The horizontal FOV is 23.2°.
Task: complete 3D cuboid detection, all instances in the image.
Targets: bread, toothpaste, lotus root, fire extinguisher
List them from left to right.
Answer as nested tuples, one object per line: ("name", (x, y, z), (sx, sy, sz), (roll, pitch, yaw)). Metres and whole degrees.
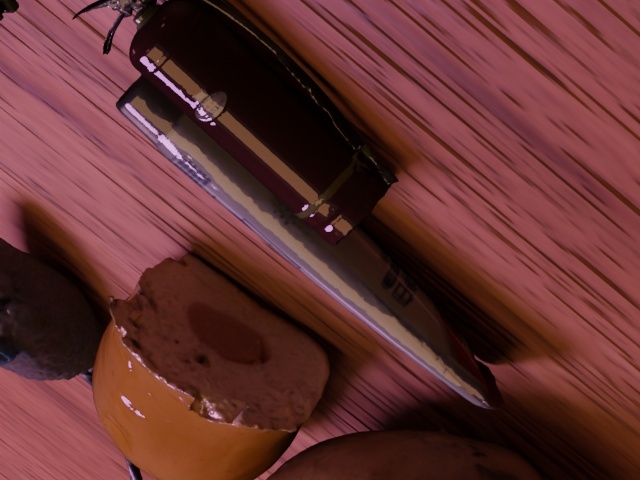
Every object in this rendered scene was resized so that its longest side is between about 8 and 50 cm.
("bread", (-0.076, 0.090, 0.929), (0.134, 0.085, 0.173), (33, 150, 3))
("fire extinguisher", (-0.036, -0.064, 0.707), (0.158, 0.043, 0.064), (42, 127, -15))
("toothpaste", (0.000, 0.000, 0.766), (0.239, 0.039, 0.062), (42, -169, -12))
("lotus root", (0.030, 0.198, 0.902), (0.183, 0.183, 0.310), (43, 152, -16))

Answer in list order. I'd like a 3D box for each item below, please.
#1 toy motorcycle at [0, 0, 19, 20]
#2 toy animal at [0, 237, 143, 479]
("toy motorcycle", (-0.217, -0.195, 0.613), (0.205, 0.127, 0.275), (14, 148, 37))
("toy animal", (-0.170, 0.086, 1.024), (0.070, 0.079, 0.253), (34, 158, 48))
